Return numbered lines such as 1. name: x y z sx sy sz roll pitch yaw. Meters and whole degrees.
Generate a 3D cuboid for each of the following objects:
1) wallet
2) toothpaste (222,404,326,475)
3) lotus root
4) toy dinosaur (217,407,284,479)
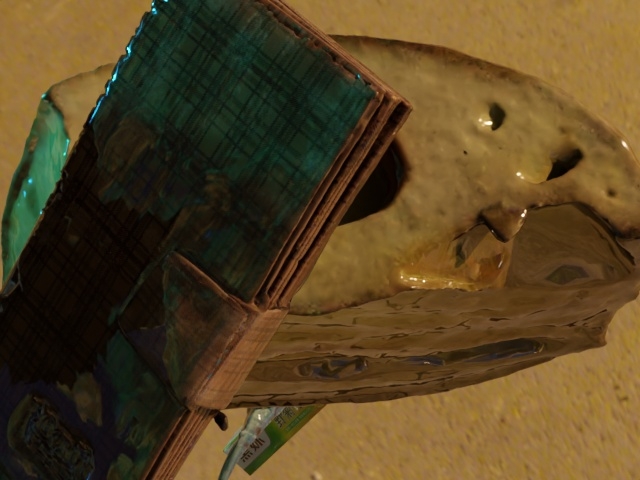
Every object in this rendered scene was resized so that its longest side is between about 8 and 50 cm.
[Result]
1. wallet: -0.065 0.011 0.526 0.124 0.042 0.230 42 106 31
2. toothpaste: -0.037 0.180 1.406 0.043 0.178 0.037 41 39 -2
3. lotus root: 0.000 -0.006 0.686 0.314 0.210 0.142 -3 66 -14
4. toy dinosaur: -0.031 0.080 1.203 0.076 0.144 0.329 15 53 14
